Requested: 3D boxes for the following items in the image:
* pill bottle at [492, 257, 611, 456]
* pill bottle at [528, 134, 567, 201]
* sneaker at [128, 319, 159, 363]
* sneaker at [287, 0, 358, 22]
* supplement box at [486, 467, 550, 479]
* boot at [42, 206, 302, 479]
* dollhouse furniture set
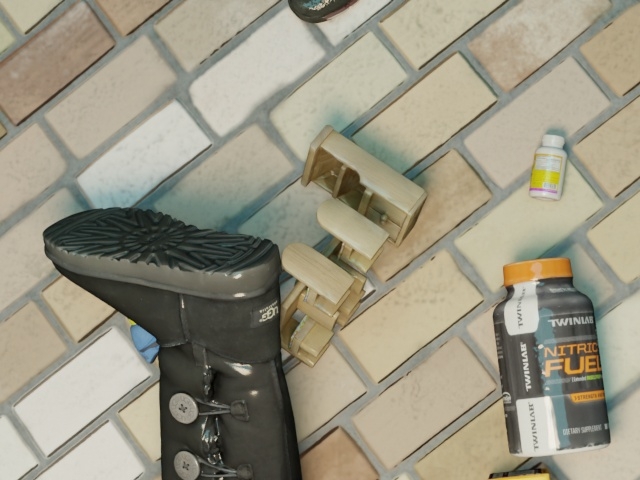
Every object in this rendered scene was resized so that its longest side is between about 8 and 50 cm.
[{"bbox_3d":[0.289,0.146,1.792,0.130,0.130,0.246,-8,83,8],"label":"pill bottle"},{"bbox_3d":[0.301,-0.095,1.857,0.043,0.043,0.083,9,85,9],"label":"pill bottle"},{"bbox_3d":[-0.154,0.102,1.899,0.209,0.069,0.082,-22,93,6],"label":"sneaker"},{"bbox_3d":[0.051,-0.418,1.866,0.106,0.162,0.281,43,91,10],"label":"sneaker"},{"bbox_3d":[0.261,0.388,1.785,0.080,0.104,0.188,-7,83,8],"label":"supplement box"},{"bbox_3d":[-0.185,0.201,1.807,0.367,0.146,0.445,14,121,38],"label":"boot"},{"bbox_3d":[0.000,0.000,1.816,0.161,0.212,0.242,34,64,9],"label":"dollhouse furniture set"}]
